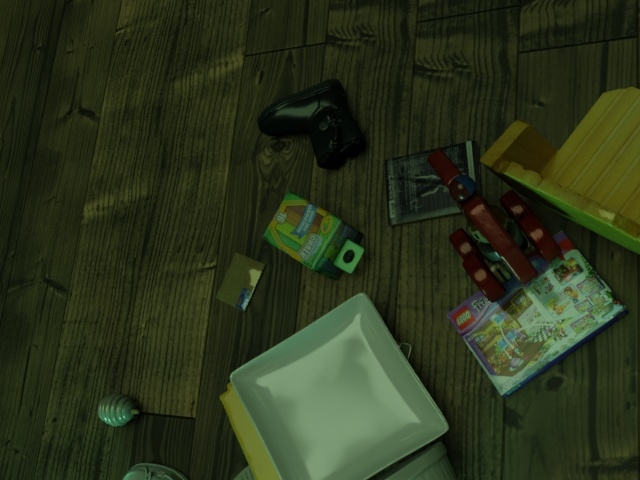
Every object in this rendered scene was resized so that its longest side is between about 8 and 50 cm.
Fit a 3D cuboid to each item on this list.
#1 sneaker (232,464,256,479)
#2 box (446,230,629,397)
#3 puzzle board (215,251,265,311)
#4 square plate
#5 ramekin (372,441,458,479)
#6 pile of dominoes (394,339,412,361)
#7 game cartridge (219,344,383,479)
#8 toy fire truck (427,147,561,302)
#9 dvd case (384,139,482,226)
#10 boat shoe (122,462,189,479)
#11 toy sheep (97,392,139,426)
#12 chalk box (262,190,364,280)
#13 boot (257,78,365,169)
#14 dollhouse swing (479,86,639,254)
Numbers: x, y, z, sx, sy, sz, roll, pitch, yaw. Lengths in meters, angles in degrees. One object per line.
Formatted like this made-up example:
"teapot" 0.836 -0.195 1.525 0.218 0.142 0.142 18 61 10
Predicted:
"sneaker" -0.159 0.629 1.609 0.135 0.150 0.366 27 65 32
"box" 0.428 0.147 1.480 0.293 0.057 0.201 -38 62 13
"puzzle board" -0.199 0.103 1.846 0.096 0.011 0.128 21 86 29
"square plate" 0.032 0.334 1.531 0.347 0.049 0.344 -32 64 0
"ramekin" 0.151 0.506 1.406 0.273 0.273 0.127 -36 75 14
"pile of dominoes" 0.079 0.324 1.624 0.195 0.040 0.251 14 76 22
"game cartridge" -0.034 0.391 1.580 0.285 0.053 0.324 -30 63 1
"toy fire truck" 0.315 -0.044 1.452 0.169 0.254 0.302 -39 21 13
"dvd case" 0.253 -0.128 1.677 0.221 0.018 0.165 -11 70 25
"boat shoe" -0.348 0.613 1.716 0.320 0.103 0.118 24 87 31
"toy sheep" -0.508 0.426 1.864 0.132 0.091 0.091 -7 72 25
"chalk box" 0.000 0.000 1.703 0.213 0.132 0.132 30 90 31
"boot" -0.027 -0.263 1.817 0.246 0.094 0.207 -23 62 13
"dollhouse swing" 0.558 -0.166 1.364 0.346 0.315 0.305 35 98 36
